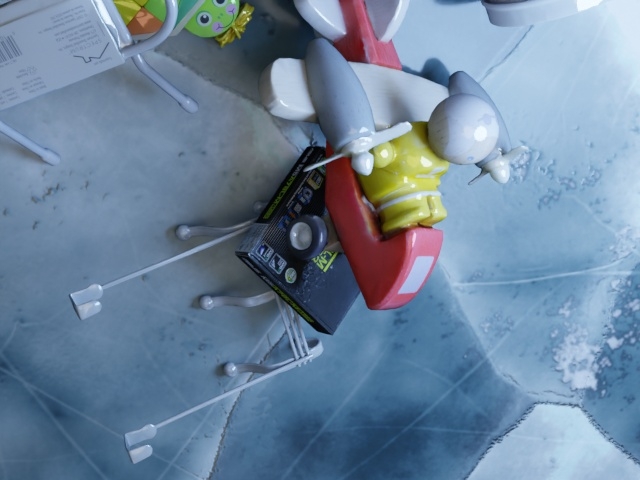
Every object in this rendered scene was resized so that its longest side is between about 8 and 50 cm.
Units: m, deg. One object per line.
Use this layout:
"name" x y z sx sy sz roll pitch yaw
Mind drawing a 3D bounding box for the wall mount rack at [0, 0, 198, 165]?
"wall mount rack" -0.310 -0.217 1.529 0.350 0.130 0.304 -19 123 11

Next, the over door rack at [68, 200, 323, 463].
"over door rack" -0.171 0.111 1.716 0.324 0.108 0.239 -27 112 -26

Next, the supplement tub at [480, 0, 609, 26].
"supplement tub" 0.264 -0.459 1.585 0.241 0.241 0.331 -22 111 -6

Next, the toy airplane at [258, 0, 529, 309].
"toy airplane" 0.101 -0.157 1.583 0.386 0.273 0.384 -57 131 -35

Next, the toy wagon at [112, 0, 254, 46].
"toy wagon" -0.217 -0.360 1.574 0.344 0.068 0.267 37 100 -27

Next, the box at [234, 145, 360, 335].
"box" 0.000 0.000 1.718 0.184 0.045 0.190 45 68 -28
